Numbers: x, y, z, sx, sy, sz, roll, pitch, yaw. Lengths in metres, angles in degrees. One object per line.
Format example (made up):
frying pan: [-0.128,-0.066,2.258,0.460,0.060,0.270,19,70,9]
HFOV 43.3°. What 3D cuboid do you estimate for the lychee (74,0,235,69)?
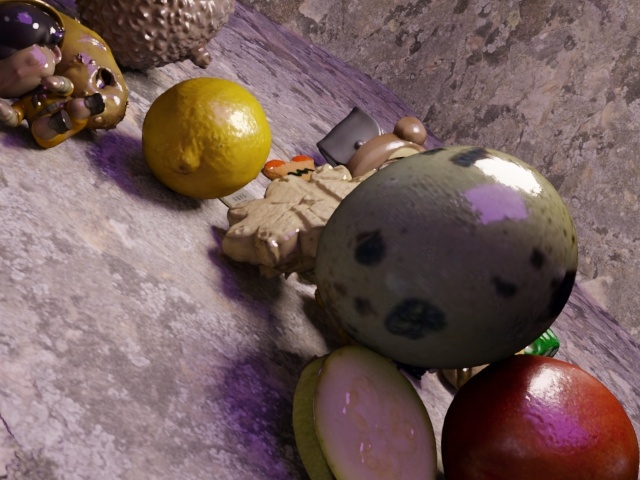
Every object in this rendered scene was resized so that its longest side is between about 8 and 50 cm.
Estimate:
lychee: [-0.386,-0.574,1.838,0.432,0.380,0.380,53,18,-6]

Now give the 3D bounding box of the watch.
watch: [0.153,-0.176,2.145,0.335,0.314,0.327,46,3,-28]

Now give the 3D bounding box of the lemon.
lemon: [-0.210,-0.190,1.502,0.236,0.236,0.263,41,-2,6]

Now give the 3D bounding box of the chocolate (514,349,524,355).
chocolate: [0.274,0.129,1.806,0.445,0.162,0.162,43,19,-6]

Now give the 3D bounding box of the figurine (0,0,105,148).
figurine: [-0.480,-0.272,1.297,0.257,0.192,0.167,61,-21,-7]

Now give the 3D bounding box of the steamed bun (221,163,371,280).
steamed bun: [-0.034,-0.015,1.455,0.295,0.292,0.137,-69,149,-55]

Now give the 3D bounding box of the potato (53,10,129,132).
potato: [-0.450,-0.315,1.465,0.300,0.140,0.173,48,-22,29]

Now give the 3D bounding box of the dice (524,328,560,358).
dice: [0.490,0.251,1.939,0.120,0.128,0.131,50,21,26]

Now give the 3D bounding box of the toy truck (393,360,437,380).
toy truck: [0.230,0.120,1.548,0.124,0.268,0.155,37,17,-8]

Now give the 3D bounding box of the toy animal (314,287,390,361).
toy animal: [0.083,0.120,1.458,0.156,0.156,0.230,23,29,-40]

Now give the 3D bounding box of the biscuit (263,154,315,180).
biscuit: [-0.013,-0.118,1.903,0.165,0.036,0.250,-17,54,-38]

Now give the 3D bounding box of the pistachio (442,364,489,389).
pistachio: [0.293,0.245,1.649,0.113,0.113,0.149,37,34,-7]

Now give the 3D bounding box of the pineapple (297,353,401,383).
pineapple: [0.050,0.224,1.246,0.221,0.103,0.083,20,58,-45]

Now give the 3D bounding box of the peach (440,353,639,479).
peach: [0.323,0.326,1.229,0.332,0.308,0.308,7,36,-48]

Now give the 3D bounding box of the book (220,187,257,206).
book: [-0.155,-0.073,1.666,0.172,0.012,0.118,40,20,4]

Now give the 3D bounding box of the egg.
egg: [0.194,0.029,1.247,0.427,0.345,0.345,-12,48,-33]

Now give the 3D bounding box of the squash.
squash: [0.067,0.273,1.117,0.252,0.049,0.252,30,44,-34]
